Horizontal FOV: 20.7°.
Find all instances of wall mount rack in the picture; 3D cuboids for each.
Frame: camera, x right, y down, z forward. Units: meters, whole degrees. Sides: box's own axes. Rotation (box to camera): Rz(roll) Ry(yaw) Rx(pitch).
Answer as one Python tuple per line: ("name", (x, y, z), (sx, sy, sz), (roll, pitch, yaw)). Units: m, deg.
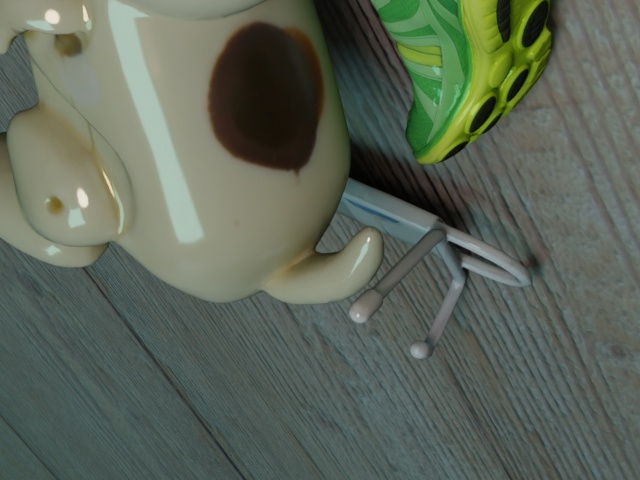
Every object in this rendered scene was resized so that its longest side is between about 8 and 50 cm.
("wall mount rack", (0.000, 0.000, 1.531), (0.350, 0.130, 0.304), (24, 173, 17))

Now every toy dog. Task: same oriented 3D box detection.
("toy dog", (-0.109, -0.164, 1.258), (0.395, 0.285, 0.408), (48, 147, 35))

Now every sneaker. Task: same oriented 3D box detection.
("sneaker", (0.100, -0.165, 1.283), (0.123, 0.109, 0.295), (44, 156, 21))
